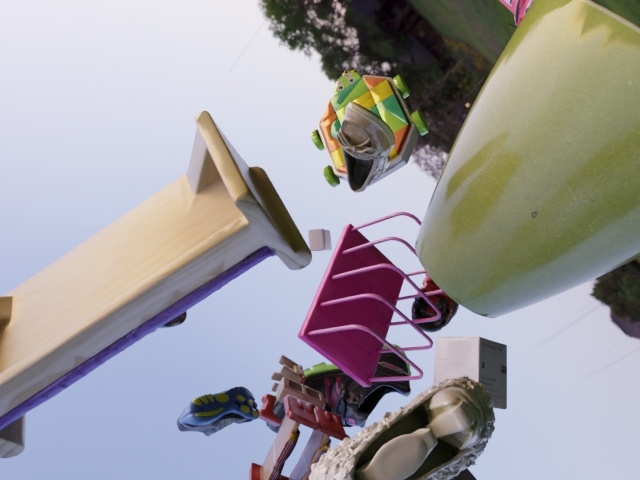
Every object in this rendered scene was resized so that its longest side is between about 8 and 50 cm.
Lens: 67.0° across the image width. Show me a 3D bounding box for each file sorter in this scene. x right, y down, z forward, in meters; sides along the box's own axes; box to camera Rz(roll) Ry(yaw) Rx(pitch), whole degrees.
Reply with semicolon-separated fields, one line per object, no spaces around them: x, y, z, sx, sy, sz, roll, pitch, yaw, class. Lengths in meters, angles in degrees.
0.130;0.115;0.983;0.202;0.182;0.291;42;-127;-24;file sorter

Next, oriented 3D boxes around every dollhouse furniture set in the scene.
-0.066;0.464;1.209;0.152;0.202;0.374;26;-178;-9;dollhouse furniture set

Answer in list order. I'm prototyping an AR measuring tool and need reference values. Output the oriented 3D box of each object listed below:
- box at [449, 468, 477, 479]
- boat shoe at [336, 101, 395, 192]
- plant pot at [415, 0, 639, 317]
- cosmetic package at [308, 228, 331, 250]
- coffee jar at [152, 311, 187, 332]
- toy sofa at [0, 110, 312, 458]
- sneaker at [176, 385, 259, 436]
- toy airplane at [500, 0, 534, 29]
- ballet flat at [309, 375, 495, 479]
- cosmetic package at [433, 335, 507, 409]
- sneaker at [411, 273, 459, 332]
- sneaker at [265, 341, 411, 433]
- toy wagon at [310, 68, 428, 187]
0.332;0.636;1.133;0.183;0.059;0.233;2;-146;-41;box
0.044;-0.095;0.524;0.056;0.048;0.153;34;174;11;boat shoe
0.248;-0.058;0.528;0.274;0.294;0.275;27;-150;-17;plant pot
0.000;0.000;1.336;0.115;0.041;0.061;13;-108;-78;cosmetic package
-0.407;0.175;1.180;0.079;0.184;0.096;-7;-101;-47;coffee jar
-0.192;0.056;0.494;0.150;0.362;0.177;58;-178;42;toy sofa
-0.189;0.322;0.909;0.188;0.078;0.067;15;-139;-53;sneaker
0.282;-0.353;0.657;0.151;0.028;0.151;155;90;-83;toy airplane
0.171;0.325;0.777;0.408;0.147;0.147;-18;-118;-33;ballet flat
0.430;0.378;1.388;0.151;0.151;0.184;21;-112;-37;cosmetic package
0.300;0.099;1.168;0.097;0.276;0.135;18;165;24;sneaker
0.048;0.471;1.441;0.185;0.482;0.202;51;-166;-57;sneaker
0.097;-0.299;1.188;0.068;0.267;0.345;28;-142;-55;toy wagon
